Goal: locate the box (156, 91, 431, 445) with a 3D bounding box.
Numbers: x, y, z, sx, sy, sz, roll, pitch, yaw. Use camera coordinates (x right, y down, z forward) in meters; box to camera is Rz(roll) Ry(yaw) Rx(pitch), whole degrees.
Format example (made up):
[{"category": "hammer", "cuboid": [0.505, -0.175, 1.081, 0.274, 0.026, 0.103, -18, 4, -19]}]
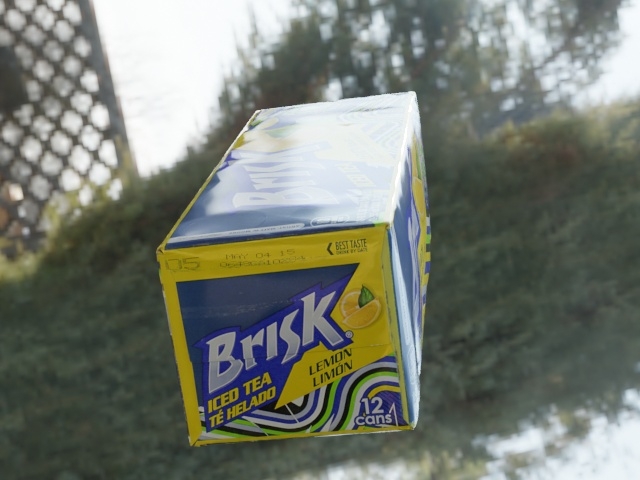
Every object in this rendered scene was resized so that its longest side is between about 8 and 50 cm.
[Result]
[{"category": "box", "cuboid": [0.000, 0.000, 0.415, 0.169, 0.059, 0.054, -72, 155, -72]}]
